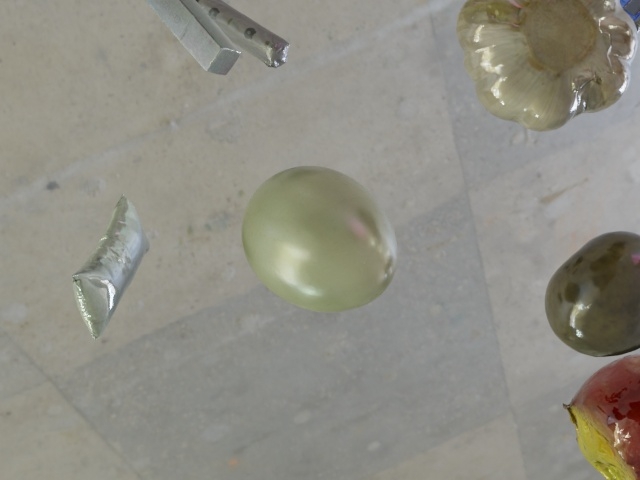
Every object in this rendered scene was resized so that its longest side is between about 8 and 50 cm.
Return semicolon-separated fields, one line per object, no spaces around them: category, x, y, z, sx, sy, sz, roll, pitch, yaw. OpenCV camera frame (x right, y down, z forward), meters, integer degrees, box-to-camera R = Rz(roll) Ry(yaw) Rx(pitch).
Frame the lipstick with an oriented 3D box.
lipstick;-0.289;-0.473;1.738;0.066;0.317;0.068;-50;156;24

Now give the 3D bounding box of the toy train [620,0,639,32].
toy train;0.414;-0.349;1.153;0.204;0.131;0.082;-44;164;-28

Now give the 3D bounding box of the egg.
egg;0.000;0.000;1.111;0.189;0.254;0.188;-14;117;-29

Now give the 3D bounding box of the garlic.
garlic;0.280;-0.248;1.039;0.228;0.227;0.152;-17;179;-9

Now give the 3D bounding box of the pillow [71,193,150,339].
pillow;-0.387;0.043;1.521;0.078;0.254;0.144;5;130;11

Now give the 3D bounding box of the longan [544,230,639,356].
longan;0.406;0.076;1.166;0.167;0.167;0.187;18;100;-35

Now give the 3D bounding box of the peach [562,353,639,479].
peach;0.563;0.352;1.472;0.281;0.281;0.338;2;142;-25

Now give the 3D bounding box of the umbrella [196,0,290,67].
umbrella;-0.208;-0.524;2.035;0.067;0.337;0.073;-19;138;-48
